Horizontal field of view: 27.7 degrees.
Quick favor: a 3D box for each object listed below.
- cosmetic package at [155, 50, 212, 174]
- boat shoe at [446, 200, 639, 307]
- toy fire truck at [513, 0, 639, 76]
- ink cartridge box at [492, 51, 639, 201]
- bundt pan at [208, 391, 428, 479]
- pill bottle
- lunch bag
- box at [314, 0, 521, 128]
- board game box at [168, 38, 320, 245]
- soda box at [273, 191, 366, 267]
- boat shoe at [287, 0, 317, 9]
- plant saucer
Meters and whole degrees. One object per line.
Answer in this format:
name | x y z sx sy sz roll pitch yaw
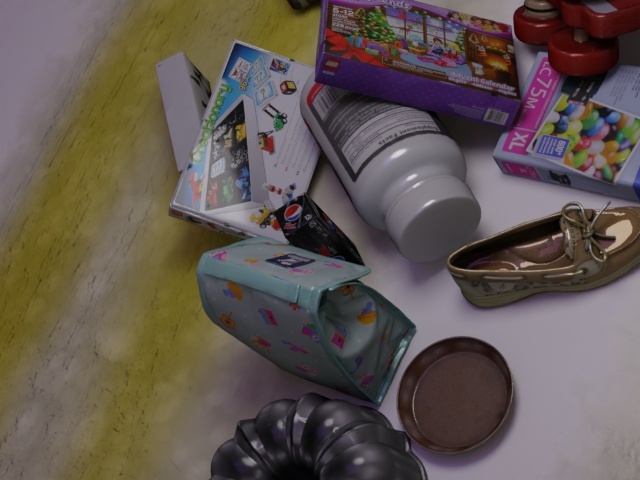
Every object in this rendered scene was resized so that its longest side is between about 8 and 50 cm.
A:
cosmetic package | -0.209 -0.194 2.163 0.060 0.099 0.239 -26 55 15
boat shoe | 0.314 0.016 1.765 0.285 0.089 0.104 -21 55 17
toy fire truck | 0.419 -0.374 1.876 0.254 0.169 0.302 -15 32 -9
ink cartridge box | 0.416 -0.156 1.824 0.311 0.065 0.185 16 73 33
bundt pan | -0.027 0.353 1.747 0.331 0.124 0.330 -13 60 23
pill bottle | 0.105 -0.125 1.902 0.176 0.176 0.318 -35 53 8
lunch bag | -0.025 0.095 1.799 0.223 0.262 0.160 17 74 35
box | 0.141 -0.275 1.899 0.293 0.057 0.201 13 41 -8
board game box | -0.098 -0.149 2.043 0.193 0.053 0.305 20 71 -2
soda box | 0.000 0.000 1.895 0.060 0.169 0.053 -32 51 9
boat shoe | -0.011 -0.548 2.247 0.120 0.122 0.324 -11 67 17
plant saucer | 0.185 0.213 1.766 0.168 0.029 0.168 -14 58 23
